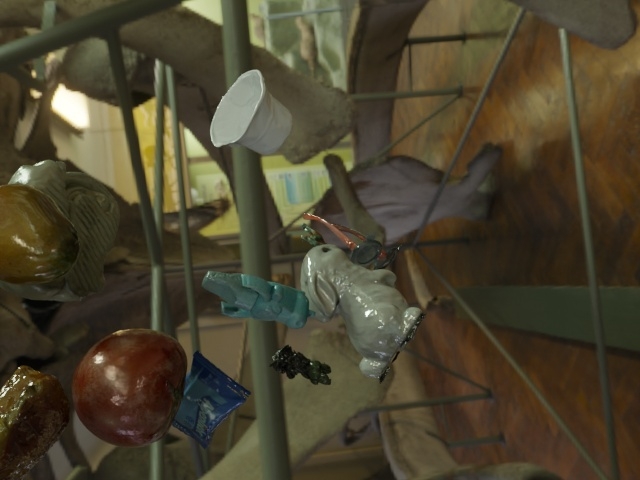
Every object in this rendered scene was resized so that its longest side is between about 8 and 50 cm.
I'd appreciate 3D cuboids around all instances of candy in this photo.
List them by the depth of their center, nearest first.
[{"bbox_3d":[-0.316,0.427,1.767,0.077,0.187,0.331,-47,-7,-49],"label":"candy"}]

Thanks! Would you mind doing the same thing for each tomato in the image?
[{"bbox_3d":[-0.427,0.325,1.500,0.265,0.265,0.265,174,90,-85],"label":"tomato"}]

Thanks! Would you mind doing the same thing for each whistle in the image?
[{"bbox_3d":[-0.137,0.131,1.541,0.186,0.274,0.093,131,154,-54],"label":"whistle"}]

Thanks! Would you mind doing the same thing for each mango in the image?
[{"bbox_3d":[-0.482,-0.004,1.082,0.221,0.151,0.120,42,166,32],"label":"mango"}]

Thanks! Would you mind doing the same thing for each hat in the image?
[{"bbox_3d":[-0.142,-0.270,1.502,0.203,0.126,0.203,-29,48,38],"label":"hat"}]

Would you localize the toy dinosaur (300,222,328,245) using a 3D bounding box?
[{"bbox_3d":[-0.001,0.004,1.880,0.106,0.044,0.187,29,176,36],"label":"toy dinosaur"}]

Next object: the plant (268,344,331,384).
[{"bbox_3d":[-0.048,0.334,1.779,0.087,0.174,0.085,33,-104,-81],"label":"plant"}]

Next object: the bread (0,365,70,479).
[{"bbox_3d":[-0.583,0.408,1.170,0.185,0.109,0.380,103,-168,-52],"label":"bread"}]

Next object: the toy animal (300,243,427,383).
[{"bbox_3d":[0.086,0.163,1.734,0.258,0.357,0.194,-52,-11,-19],"label":"toy animal"}]

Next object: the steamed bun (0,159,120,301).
[{"bbox_3d":[-0.660,-0.014,1.590,0.310,0.219,0.324,36,-127,-60],"label":"steamed bun"}]

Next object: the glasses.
[{"bbox_3d":[0.096,-0.022,2.021,0.268,0.118,0.234,43,-165,30],"label":"glasses"}]
